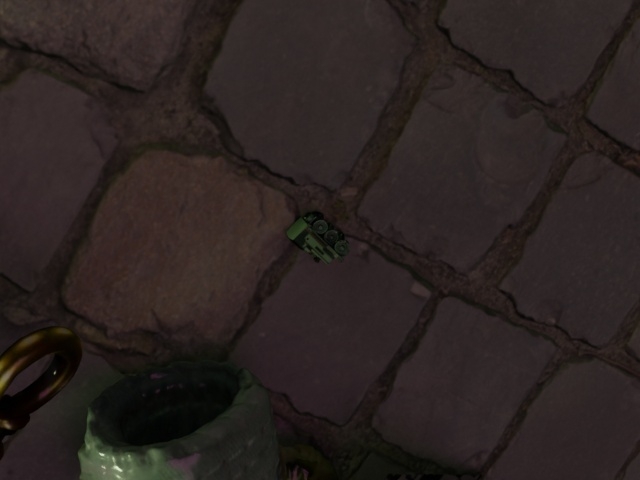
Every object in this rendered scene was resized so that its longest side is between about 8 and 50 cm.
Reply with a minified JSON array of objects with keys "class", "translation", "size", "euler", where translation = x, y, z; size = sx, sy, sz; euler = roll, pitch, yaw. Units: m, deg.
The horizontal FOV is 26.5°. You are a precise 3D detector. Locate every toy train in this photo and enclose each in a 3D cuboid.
[{"class":"toy train","translation":[0.000,0.000,1.740],"size":[0.053,0.033,0.083],"euler":[-43,121,4]}]

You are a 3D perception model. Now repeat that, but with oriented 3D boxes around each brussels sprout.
[{"class":"brussels sprout","translation":[-0.047,0.343,1.831],"size":[0.139,0.100,0.181],"euler":[-27,138,7]}]

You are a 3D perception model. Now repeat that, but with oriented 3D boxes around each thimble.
[{"class":"thimble","translation":[-0.174,0.260,1.673],"size":[0.250,0.205,0.172],"euler":[-17,116,-18]}]

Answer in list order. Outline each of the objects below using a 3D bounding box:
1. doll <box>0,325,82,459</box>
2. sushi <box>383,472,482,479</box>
[{"class":"doll","translation":[-0.453,0.183,1.495],"size":[0.318,0.209,0.340],"euler":[7,114,-41]},{"class":"sushi","translation":[0.053,0.445,1.905],"size":[0.339,0.069,0.320],"euler":[-59,150,9]}]
